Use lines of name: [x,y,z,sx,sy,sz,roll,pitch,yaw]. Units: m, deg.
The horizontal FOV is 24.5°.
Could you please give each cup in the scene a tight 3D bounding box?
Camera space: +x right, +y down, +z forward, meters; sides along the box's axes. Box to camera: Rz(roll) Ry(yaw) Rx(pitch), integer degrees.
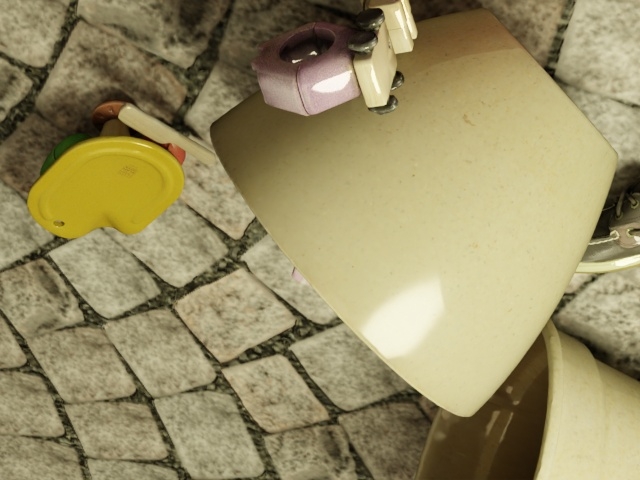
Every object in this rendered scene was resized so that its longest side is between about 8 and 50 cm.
cup: [0.104,-0.055,1.232,0.237,0.331,0.331,-43,107,10]

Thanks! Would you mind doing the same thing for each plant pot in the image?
plant pot: [0.281,0.265,1.418,0.305,0.334,0.334,19,132,-11]

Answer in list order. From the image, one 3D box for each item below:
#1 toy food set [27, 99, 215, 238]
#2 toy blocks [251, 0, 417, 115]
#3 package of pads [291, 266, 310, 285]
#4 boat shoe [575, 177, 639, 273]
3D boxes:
toy food set: [-0.201,-0.081,1.455,0.128,0.071,0.218,24,138,-32]
toy blocks: [-0.084,-0.277,1.112,0.260,0.288,0.309,-6,128,19]
package of pads: [0.000,0.000,1.451,0.032,0.050,0.083,23,130,1]
boat shoe: [0.298,-0.024,1.315,0.224,0.080,0.073,-7,119,18]
